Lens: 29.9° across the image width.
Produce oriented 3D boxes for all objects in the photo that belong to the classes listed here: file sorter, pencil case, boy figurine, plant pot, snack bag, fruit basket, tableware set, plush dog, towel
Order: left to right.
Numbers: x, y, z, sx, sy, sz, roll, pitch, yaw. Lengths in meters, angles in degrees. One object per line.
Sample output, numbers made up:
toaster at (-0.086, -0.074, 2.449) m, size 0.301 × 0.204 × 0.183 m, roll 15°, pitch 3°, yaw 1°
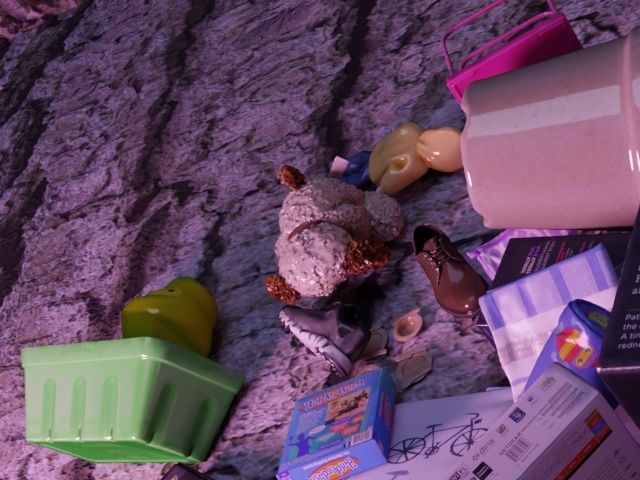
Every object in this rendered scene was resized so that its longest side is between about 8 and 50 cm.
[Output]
fruit basket at (-0.317, 0.205, 2.130) m, size 0.392 × 0.283 × 0.392 m, roll -20°, pitch 56°, yaw 33°
plush dog at (0.000, 0.000, 2.079) m, size 0.262 × 0.210 × 0.225 m, roll -26°, pitch 38°, yaw 18°
tableware set at (0.112, 0.182, 1.932) m, size 0.141 × 0.020 × 0.168 m, roll -26°, pitch 37°, yaw 20°
snack bag at (0.106, 0.327, 1.688) m, size 0.323 × 0.037 × 0.342 m, roll -15°, pitch 22°, yaw 35°
boy figurine at (0.147, -0.151, 2.215) m, size 0.285 × 0.092 × 0.177 m, roll -18°, pitch 40°, yaw 28°
pencil case at (0.336, -0.011, 1.876) m, size 0.206 × 0.088 × 0.086 m, roll -40°, pitch 31°, yaw 1°
file sorter at (0.350, -0.241, 1.948) m, size 0.202 × 0.290 × 0.182 m, roll -29°, pitch 33°, yaw 16°
pencil case at (0.299, 0.214, 1.472) m, size 0.119 × 0.133 × 0.306 m, roll 38°, pitch 114°, yaw 31°
towel at (0.327, 0.170, 1.554) m, size 0.209 × 0.034 × 0.285 m, roll -26°, pitch 75°, yaw 39°
plant pot at (0.372, -0.139, 1.716) m, size 0.306 × 0.333 × 0.333 m, roll -7°, pitch 45°, yaw 21°

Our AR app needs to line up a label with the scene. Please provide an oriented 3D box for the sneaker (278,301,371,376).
sneaker at (0.014, 0.145, 2.013) m, size 0.106 × 0.078 × 0.234 m, roll -45°, pitch 30°, yaw -9°

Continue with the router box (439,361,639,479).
router box at (0.240, 0.355, 1.364) m, size 0.335 × 0.301 × 0.082 m, roll -44°, pitch 35°, yaw -7°

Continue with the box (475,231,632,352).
box at (0.381, 0.094, 1.663) m, size 0.270 × 0.143 × 0.165 m, roll -2°, pitch 49°, yaw 42°

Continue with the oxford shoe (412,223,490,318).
oxford shoe at (0.200, 0.047, 1.936) m, size 0.083 × 0.096 × 0.227 m, roll -38°, pitch 36°, yaw 1°

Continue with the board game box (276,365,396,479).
board game box at (0.028, 0.282, 1.788) m, size 0.160 × 0.047 × 0.210 m, roll -23°, pitch 19°, yaw 17°

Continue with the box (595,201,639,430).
box at (0.553, 0.070, 1.227) m, size 0.297 × 0.480 × 0.471 m, roll -7°, pitch 46°, yaw 40°

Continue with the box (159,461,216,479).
box at (-0.249, 0.482, 1.806) m, size 0.295 × 0.073 × 0.293 m, roll -46°, pitch 16°, yaw -17°
